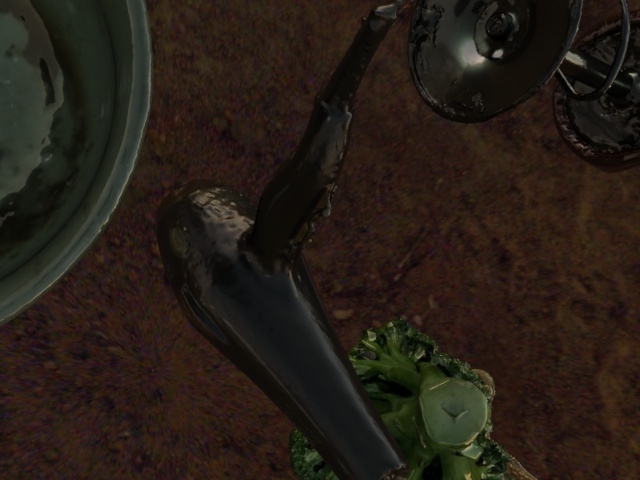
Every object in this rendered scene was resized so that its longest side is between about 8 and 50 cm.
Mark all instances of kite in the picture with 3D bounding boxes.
[{"bbox_3d":[0.107,-0.349,1.246,0.244,0.198,0.006,-40,99,13],"label":"kite"}]

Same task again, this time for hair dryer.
[{"bbox_3d":[0.000,0.000,0.553,0.120,0.359,0.303,-18,59,-35],"label":"hair dryer"}]

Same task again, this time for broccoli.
[{"bbox_3d":[0.114,0.223,0.865,0.269,0.269,0.254,33,65,-5],"label":"broccoli"}]

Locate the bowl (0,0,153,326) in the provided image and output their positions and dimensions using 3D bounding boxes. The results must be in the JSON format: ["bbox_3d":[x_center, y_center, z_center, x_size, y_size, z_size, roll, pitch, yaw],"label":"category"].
[{"bbox_3d":[-0.226,-0.080,0.428,0.290,0.146,0.289,0,87,-4],"label":"bowl"}]

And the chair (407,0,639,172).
[{"bbox_3d":[0.318,-0.215,0.959,0.401,0.227,0.226,9,77,-43],"label":"chair"}]

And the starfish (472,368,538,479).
[{"bbox_3d":[0.237,0.381,1.293,0.302,0.060,0.299,41,103,28],"label":"starfish"}]
